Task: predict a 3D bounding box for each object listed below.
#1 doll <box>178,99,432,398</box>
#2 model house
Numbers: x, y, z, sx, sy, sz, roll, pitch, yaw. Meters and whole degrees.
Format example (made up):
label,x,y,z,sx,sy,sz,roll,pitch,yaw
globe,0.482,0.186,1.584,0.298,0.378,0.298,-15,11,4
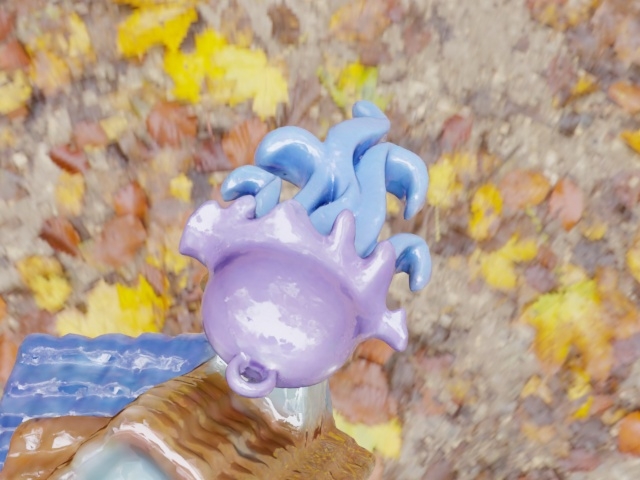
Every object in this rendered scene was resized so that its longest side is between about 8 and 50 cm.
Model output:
label,x,y,z,sx,sy,sz,roll,pitch,yaw
doll,0.000,0.000,0.680,0.110,0.067,0.206,23,43,5
model house,-0.091,0.149,0.762,0.251,0.295,0.329,4,98,12
